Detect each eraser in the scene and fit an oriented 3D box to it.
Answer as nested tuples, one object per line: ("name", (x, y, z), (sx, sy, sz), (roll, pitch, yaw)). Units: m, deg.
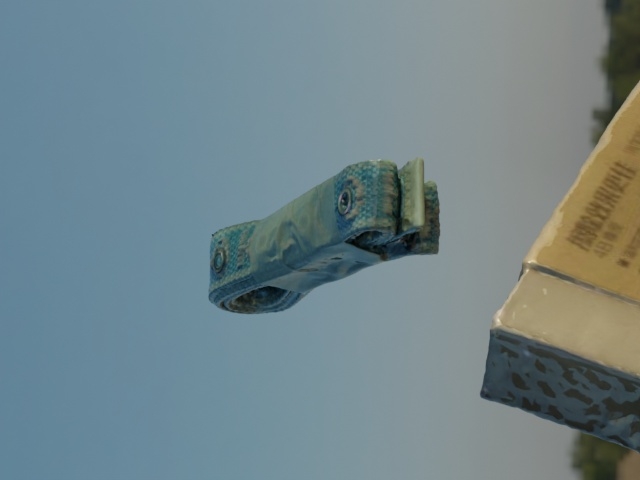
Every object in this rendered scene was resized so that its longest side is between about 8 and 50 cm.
("eraser", (0.237, 0.009, 1.313), (0.343, 0.144, 0.078), (-50, -27, -47))

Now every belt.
("belt", (0.000, 0.000, 1.549), (0.302, 0.087, 0.072), (-24, 57, 55))
